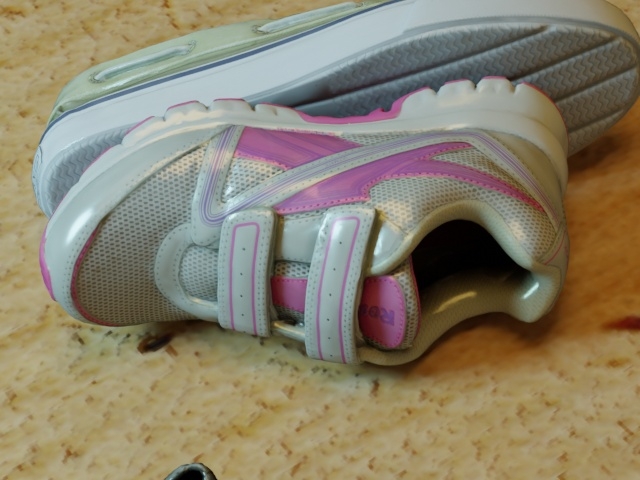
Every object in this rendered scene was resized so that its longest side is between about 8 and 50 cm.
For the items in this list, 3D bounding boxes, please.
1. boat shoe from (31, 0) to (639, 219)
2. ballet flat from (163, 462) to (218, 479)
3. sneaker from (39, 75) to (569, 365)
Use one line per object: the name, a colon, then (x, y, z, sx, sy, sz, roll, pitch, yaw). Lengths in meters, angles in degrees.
boat shoe: (0.004, -0.077, 0.953, 0.302, 0.109, 0.094, -11, 41, 0)
ballet flat: (-0.096, 0.153, 0.761, 0.057, 0.049, 0.173, 20, 50, 27)
sneaker: (0.000, 0.000, 0.872, 0.252, 0.103, 0.111, -11, 42, -3)
